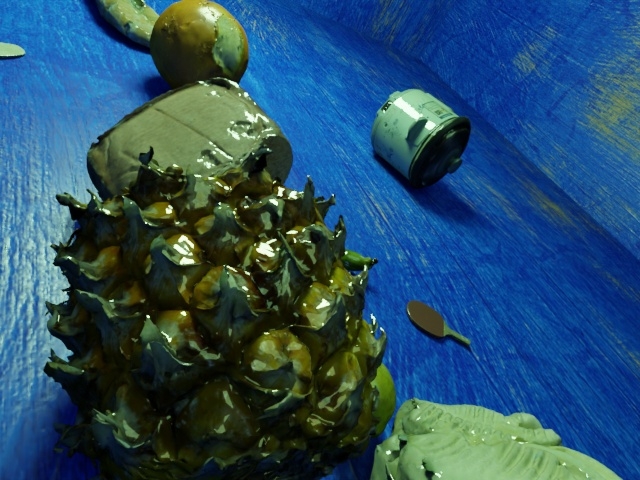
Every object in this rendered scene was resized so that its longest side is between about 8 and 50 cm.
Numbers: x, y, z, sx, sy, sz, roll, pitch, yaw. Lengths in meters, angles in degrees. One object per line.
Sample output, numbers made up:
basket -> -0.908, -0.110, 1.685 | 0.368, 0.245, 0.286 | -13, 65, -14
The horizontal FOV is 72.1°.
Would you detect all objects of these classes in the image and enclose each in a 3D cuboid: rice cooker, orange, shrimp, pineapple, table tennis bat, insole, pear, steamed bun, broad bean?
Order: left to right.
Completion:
insole -> -0.682, -0.376, 0.865 | 0.063, 0.010, 0.192 | 38, 33, 6
shrimp -> -0.571, -0.708, 1.304 | 0.221, 0.110, 0.446 | -5, 52, -51
steamed bun -> -0.206, -0.111, 0.747 | 0.301, 0.199, 0.251 | -36, 58, -20
orange -> -0.299, -0.471, 1.099 | 0.240, 0.240, 0.240 | 22, 35, -16
pineapple -> -0.106, 0.106, 0.453 | 0.352, 0.352, 0.300 | 9, 47, -32
broad bean -> -0.001, 0.000, 0.916 | 0.256, 0.053, 0.052 | 29, 2, 2
pear -> 0.057, 0.221, 0.635 | 0.107, 0.107, 0.131 | 25, 38, -13
rice cooker -> 0.325, -0.320, 1.404 | 0.316, 0.264, 0.316 | 43, 6, -6
table tennis bat -> 0.250, 0.180, 0.935 | 0.156, 0.013, 0.087 | 30, 31, -3
steamed bun -> 0.196, 0.333, 0.516 | 0.280, 0.207, 0.268 | 7, 3, 0

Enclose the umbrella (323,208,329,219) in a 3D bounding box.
umbrella -> -0.025, -0.014, 0.869 | 0.037, 0.040, 0.144 | 15, 63, 30
